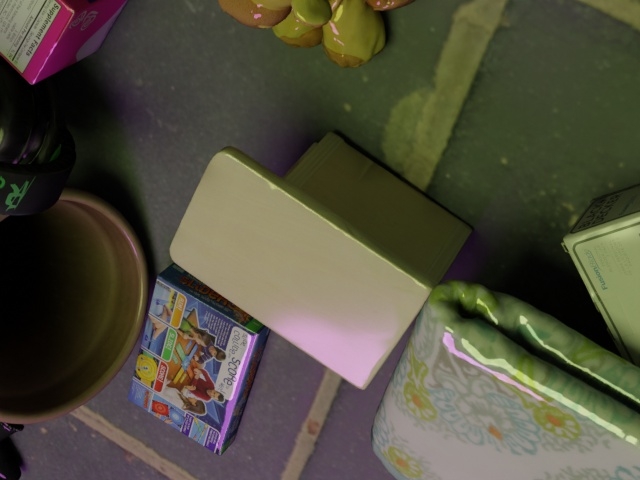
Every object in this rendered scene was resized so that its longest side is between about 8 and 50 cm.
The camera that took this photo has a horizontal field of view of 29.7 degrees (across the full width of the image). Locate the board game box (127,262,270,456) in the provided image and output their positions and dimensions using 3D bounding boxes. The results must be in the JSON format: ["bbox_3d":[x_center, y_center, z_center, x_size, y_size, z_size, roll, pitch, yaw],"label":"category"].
[{"bbox_3d":[-0.141,0.139,1.384,0.136,0.035,0.201,30,127,13],"label":"board game box"}]

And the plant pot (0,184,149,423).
[{"bbox_3d":[-0.363,0.046,1.348,0.229,0.263,0.263,18,126,41],"label":"plant pot"}]

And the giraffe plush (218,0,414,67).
[{"bbox_3d":[-0.018,-0.235,1.012,0.181,0.170,0.210,28,127,15],"label":"giraffe plush"}]

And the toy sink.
[{"bbox_3d":[0.000,0.000,1.162,0.234,0.131,0.152,33,128,4],"label":"toy sink"}]

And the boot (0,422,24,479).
[{"bbox_3d":[-0.428,0.263,1.620,0.121,0.045,0.099,50,126,-2],"label":"boot"}]

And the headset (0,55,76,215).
[{"bbox_3d":[-0.393,-0.120,1.218,0.243,0.394,0.185,17,112,-30],"label":"headset"}]

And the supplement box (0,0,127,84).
[{"bbox_3d":[-0.309,-0.279,1.198,0.220,0.111,0.114,45,129,0],"label":"supplement box"}]

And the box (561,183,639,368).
[{"bbox_3d":[0.366,0.010,0.978,0.290,0.087,0.169,-22,104,37],"label":"box"}]

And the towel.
[{"bbox_3d":[0.234,0.206,1.111,0.374,0.090,0.320,30,147,9],"label":"towel"}]
